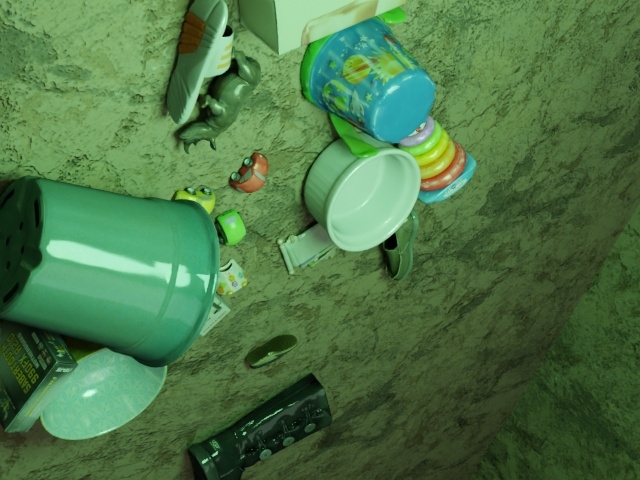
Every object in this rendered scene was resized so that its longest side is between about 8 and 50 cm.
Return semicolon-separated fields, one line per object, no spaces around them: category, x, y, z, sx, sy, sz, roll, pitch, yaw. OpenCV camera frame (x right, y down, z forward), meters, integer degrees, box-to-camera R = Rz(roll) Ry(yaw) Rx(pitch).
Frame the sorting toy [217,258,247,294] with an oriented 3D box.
sorting toy;-0.222;0.085;1.958;0.083;0.045;0.075;-33;124;-15

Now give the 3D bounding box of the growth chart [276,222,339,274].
growth chart;0.000;0.000;2.091;0.237;0.021;0.172;-31;143;-17

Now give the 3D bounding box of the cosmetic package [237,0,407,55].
cosmetic package;0.005;-0.475;1.498;0.296;0.153;0.129;-26;140;-21

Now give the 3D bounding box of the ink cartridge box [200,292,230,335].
ink cartridge box;-0.293;0.160;1.942;0.099;0.056;0.135;-44;144;-1

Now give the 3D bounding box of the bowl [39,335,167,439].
bowl;-0.503;0.284;1.782;0.289;0.156;0.290;-26;141;-23

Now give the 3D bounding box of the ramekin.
ramekin;0.094;-0.124;1.941;0.277;0.135;0.277;-24;136;-25

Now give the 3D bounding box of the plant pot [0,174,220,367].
plant pot;-0.420;0.043;1.497;0.334;0.341;0.341;19;113;-42

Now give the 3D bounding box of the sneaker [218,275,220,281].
sneaker;-0.344;0.104;1.830;0.237;0.085;0.086;-26;113;-15

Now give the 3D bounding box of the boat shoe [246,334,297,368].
boat shoe;-0.135;0.312;2.259;0.152;0.056;0.049;-22;145;-13

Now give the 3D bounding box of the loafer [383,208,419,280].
loafer;0.208;0.011;2.259;0.087;0.094;0.251;-12;131;-20

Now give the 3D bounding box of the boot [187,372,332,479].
boot;-0.171;0.643;2.502;0.445;0.146;0.367;-30;145;-25

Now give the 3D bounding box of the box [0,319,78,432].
box;-0.590;0.227;1.576;0.183;0.231;0.056;-50;147;11

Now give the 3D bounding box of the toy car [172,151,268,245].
toy car;-0.202;-0.062;1.804;0.239;0.053;0.225;-28;142;-19

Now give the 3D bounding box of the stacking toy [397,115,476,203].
stacking toy;0.244;-0.252;1.985;0.175;0.166;0.302;-38;130;-1

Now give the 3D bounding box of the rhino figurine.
rhino figurine;-0.200;-0.266;1.582;0.106;0.073;0.243;13;118;-46

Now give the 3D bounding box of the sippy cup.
sippy cup;0.112;-0.327;1.689;0.240;0.224;0.305;-42;144;-2

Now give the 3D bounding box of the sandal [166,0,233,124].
sandal;-0.214;-0.332;1.488;0.076;0.102;0.265;-9;141;-40
